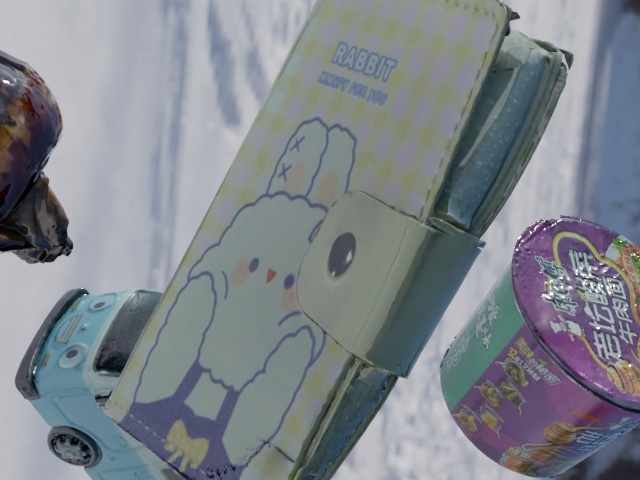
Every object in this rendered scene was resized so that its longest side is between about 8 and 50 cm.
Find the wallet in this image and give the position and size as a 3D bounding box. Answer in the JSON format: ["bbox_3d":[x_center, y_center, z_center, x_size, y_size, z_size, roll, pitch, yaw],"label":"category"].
[{"bbox_3d":[0.000,0.000,0.986,0.077,0.223,0.309,26,92,-36],"label":"wallet"}]

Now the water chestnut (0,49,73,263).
[{"bbox_3d":[-0.295,-0.051,1.377,0.223,0.238,0.223,-50,-169,14],"label":"water chestnut"}]

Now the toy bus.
[{"bbox_3d":[-0.128,0.167,1.569,0.271,0.165,0.133,58,38,-30],"label":"toy bus"}]

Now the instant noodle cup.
[{"bbox_3d":[0.259,0.128,1.919,0.190,0.251,0.251,-50,-165,41],"label":"instant noodle cup"}]
